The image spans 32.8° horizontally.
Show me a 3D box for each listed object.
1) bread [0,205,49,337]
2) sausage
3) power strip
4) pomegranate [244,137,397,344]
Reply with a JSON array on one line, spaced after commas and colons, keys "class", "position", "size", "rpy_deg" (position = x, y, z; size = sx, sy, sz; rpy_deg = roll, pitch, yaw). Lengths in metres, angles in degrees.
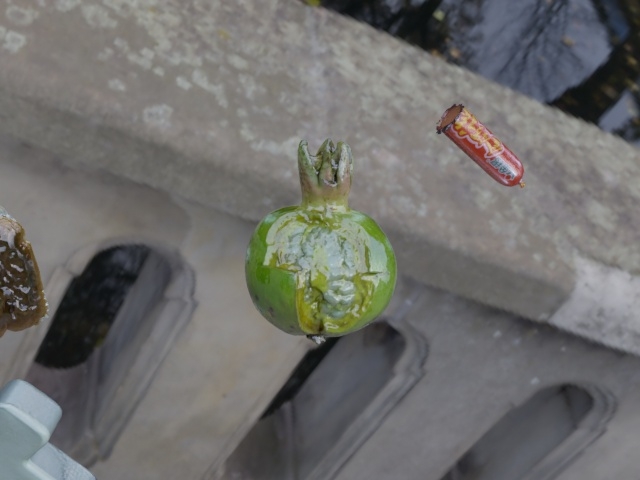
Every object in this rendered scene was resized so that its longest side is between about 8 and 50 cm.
[{"class": "bread", "position": [-0.521, 0.058, 1.626], "size": [0.192, 0.209, 0.110], "rpy_deg": [-25, 31, -29]}, {"class": "sausage", "position": [0.207, -0.109, 1.354], "size": [0.145, 0.048, 0.050], "rpy_deg": [40, 41, -24]}, {"class": "power strip", "position": [-0.365, 0.226, 1.216], "size": [0.265, 0.194, 0.059], "rpy_deg": [40, 38, -14]}, {"class": "pomegranate", "position": [0.000, 0.000, 1.605], "size": [0.236, 0.301, 0.236], "rpy_deg": [1, 9, 0]}]
